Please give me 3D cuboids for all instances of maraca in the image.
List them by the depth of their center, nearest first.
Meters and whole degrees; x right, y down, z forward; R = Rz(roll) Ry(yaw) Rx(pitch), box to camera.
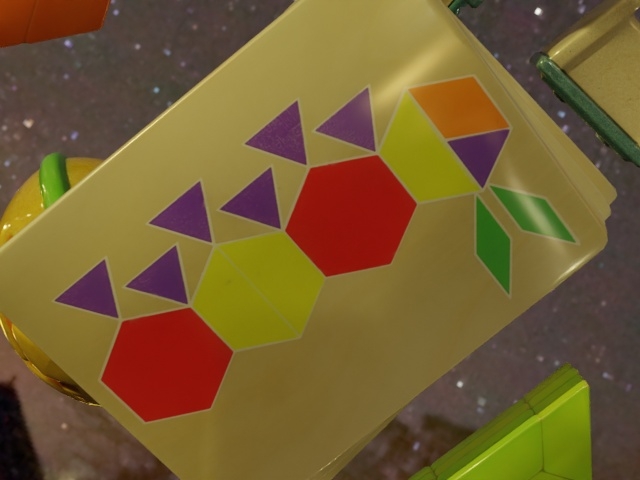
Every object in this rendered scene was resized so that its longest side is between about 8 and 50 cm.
[{"bbox_3d":[-0.099,0.023,0.511,0.185,0.099,0.127,96,-25,-79],"label":"maraca"}]

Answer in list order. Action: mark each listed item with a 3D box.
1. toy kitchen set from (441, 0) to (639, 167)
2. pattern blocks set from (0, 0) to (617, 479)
[{"bbox_3d":[0.125,-0.123,0.657,0.166,0.122,0.207,43,16,-6],"label":"toy kitchen set"},{"bbox_3d":[0.000,0.000,0.356,0.285,0.325,0.026,58,1,-23],"label":"pattern blocks set"}]
